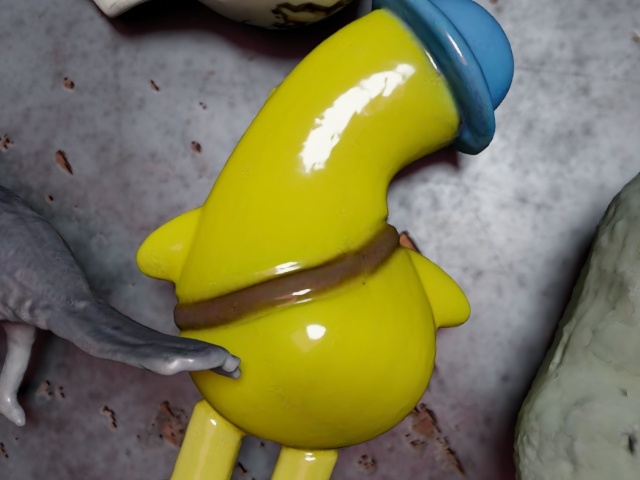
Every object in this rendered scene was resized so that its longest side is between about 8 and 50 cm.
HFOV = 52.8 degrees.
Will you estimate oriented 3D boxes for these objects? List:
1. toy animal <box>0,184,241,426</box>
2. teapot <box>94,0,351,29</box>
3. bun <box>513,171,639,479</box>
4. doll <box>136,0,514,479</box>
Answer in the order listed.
[{"bbox_3d":[-0.209,0.033,0.406,0.367,0.081,0.205,40,114,30],"label":"toy animal"},{"bbox_3d":[-0.048,-0.217,0.344,0.166,0.300,0.208,-33,105,-19],"label":"teapot"},{"bbox_3d":[0.271,0.097,0.289,0.355,0.194,0.354,-6,72,18],"label":"bun"},{"bbox_3d":[0.000,0.000,0.383,0.200,0.145,0.362,19,86,-6],"label":"doll"}]
